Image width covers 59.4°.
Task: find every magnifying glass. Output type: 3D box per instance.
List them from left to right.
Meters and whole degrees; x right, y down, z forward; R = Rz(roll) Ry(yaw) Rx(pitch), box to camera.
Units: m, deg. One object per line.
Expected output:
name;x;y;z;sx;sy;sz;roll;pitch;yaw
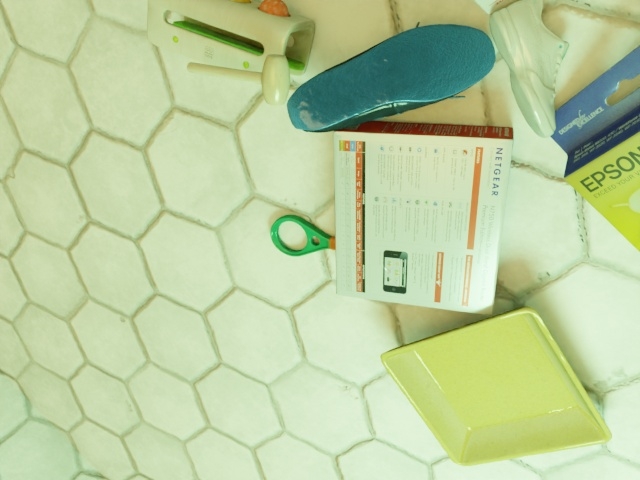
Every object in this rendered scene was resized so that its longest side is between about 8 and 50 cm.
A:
magnifying glass;0.000;0.000;1.183;0.231;0.026;0.092;11;118;22

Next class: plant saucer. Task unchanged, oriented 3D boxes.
plant saucer;0.343;0.284;1.116;0.332;0.081;0.333;-25;108;33

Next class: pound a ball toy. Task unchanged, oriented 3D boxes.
pound a ball toy;-0.153;-0.361;0.963;0.319;0.208;0.136;23;122;14

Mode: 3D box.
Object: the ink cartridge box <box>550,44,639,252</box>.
ink cartridge box;0.510;-0.124;0.792;0.307;0.072;0.303;41;150;-2

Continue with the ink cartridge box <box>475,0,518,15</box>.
ink cartridge box;0.256;-0.401;0.808;0.104;0.180;0.060;-30;65;33

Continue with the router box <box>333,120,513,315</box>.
router box;0.178;-0.041;1.027;0.301;0.082;0.336;7;117;16

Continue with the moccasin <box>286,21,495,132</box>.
moccasin;0.109;-0.273;0.933;0.342;0.117;0.138;-12;96;5

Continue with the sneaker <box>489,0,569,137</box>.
sneaker;0.341;-0.266;0.863;0.094;0.080;0.212;-23;106;7
